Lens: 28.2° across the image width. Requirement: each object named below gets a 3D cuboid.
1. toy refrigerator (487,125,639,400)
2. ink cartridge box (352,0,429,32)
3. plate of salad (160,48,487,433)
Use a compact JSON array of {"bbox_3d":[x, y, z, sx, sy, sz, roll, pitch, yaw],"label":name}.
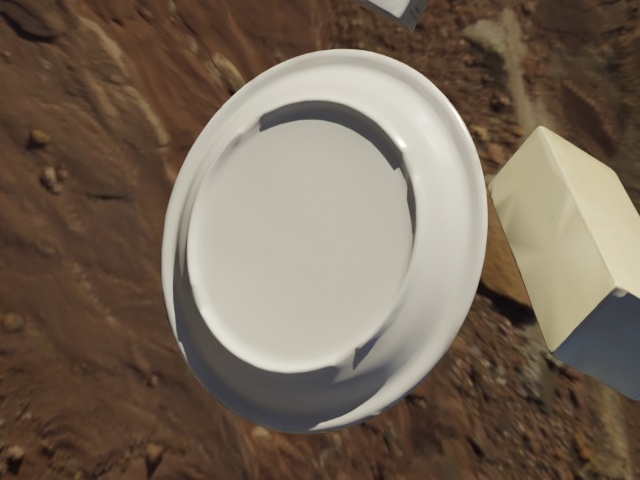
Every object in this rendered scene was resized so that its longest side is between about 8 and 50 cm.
[{"bbox_3d":[0.237,0.015,1.152,0.102,0.269,0.094,28,116,-22],"label":"toy refrigerator"},{"bbox_3d":[0.051,-0.297,0.984,0.160,0.092,0.219,29,97,7],"label":"ink cartridge box"},{"bbox_3d":[0.000,0.000,0.660,0.200,0.048,0.200,-7,77,32],"label":"plate of salad"}]
